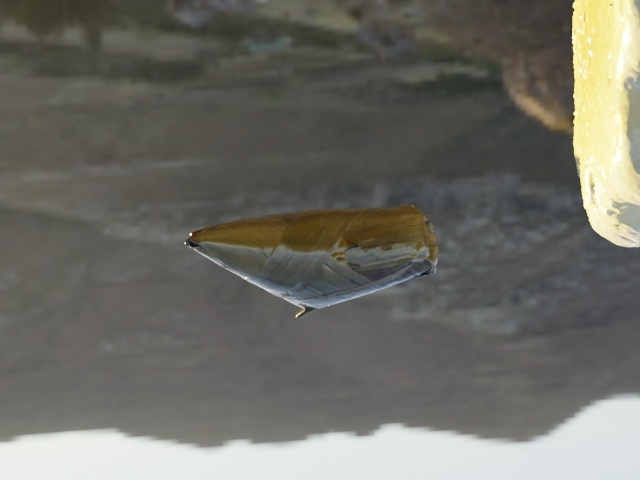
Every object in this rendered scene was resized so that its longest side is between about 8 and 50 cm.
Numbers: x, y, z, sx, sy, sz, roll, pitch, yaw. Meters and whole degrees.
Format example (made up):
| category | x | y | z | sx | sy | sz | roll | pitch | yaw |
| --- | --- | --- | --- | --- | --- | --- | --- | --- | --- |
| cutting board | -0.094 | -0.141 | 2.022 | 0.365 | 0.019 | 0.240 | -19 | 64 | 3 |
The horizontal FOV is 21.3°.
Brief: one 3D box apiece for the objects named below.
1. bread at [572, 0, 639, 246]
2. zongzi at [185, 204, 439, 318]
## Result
| category | x | y | z | sx | sy | sz | roll | pitch | yaw |
| --- | --- | --- | --- | --- | --- | --- | --- | --- | --- |
| bread | 0.199 | -0.148 | 1.114 | 0.054 | 0.316 | 0.316 | 2 | 179 | 3 |
| zongzi | 0.000 | 0.000 | 1.441 | 0.160 | 0.078 | 0.176 | -20 | 154 | 25 |
